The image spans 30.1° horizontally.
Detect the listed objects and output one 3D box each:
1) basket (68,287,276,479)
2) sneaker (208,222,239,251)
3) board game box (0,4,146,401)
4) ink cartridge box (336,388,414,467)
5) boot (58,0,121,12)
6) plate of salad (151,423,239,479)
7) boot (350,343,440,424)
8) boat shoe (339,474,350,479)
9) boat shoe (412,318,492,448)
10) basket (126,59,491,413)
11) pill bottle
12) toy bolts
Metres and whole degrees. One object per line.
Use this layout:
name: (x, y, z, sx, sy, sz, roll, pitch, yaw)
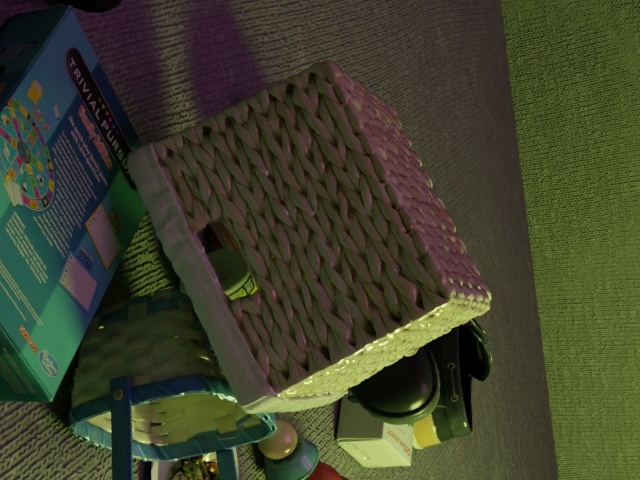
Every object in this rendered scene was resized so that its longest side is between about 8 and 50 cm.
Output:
basket: (-0.166, 0.215, 1.356, 0.255, 0.201, 0.289, 39, 41, -61)
sneaker: (-0.138, 0.029, 1.673, 0.118, 0.067, 0.042, 57, 25, 8)
board game box: (-0.300, -0.042, 1.238, 0.336, 0.079, 0.254, -71, 148, -43)
ink cartridge box: (0.108, 0.280, 2.131, 0.160, 0.092, 0.219, 49, 42, -54)
boot: (-0.296, -0.416, 1.240, 0.260, 0.131, 0.348, -1, 88, -67)
plate of salad: (-0.153, 0.305, 1.552, 0.200, 0.048, 0.200, 27, 59, -58)
boot: (0.025, 0.035, 1.804, 0.367, 0.146, 0.445, 64, 0, 42)
boat shoe: (0.010, 0.517, 1.854, 0.098, 0.109, 0.302, 74, 22, -81)
boat shoe: (0.283, 0.229, 2.479, 0.500, 0.156, 0.187, -68, 144, -48)
basket: (0.000, 0.000, 1.388, 0.328, 0.266, 0.331, 63, 13, 12)
pill bottle: (-0.115, 0.110, 1.619, 0.103, 0.103, 0.184, -67, 145, -47)
toy bolts: (-0.022, 0.359, 1.710, 0.228, 0.218, 0.158, -92, 158, -56)
